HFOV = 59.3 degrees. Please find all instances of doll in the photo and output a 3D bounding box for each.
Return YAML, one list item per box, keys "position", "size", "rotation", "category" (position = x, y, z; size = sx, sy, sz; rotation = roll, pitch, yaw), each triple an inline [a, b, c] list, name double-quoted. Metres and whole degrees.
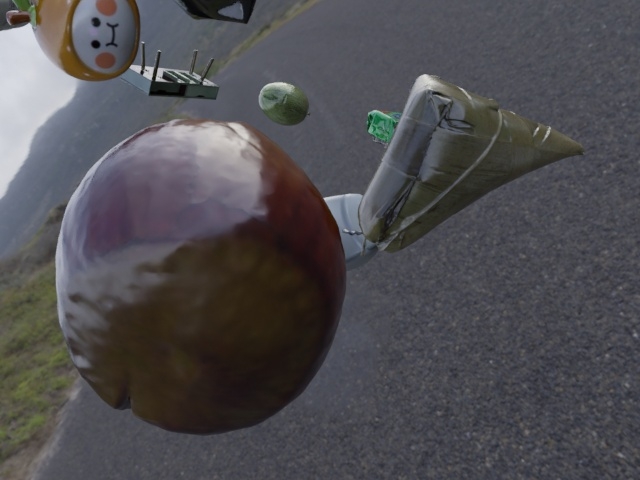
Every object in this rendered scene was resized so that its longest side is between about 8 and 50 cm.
- position: [-0.461, -0.404, 1.033]
  size: [0.236, 0.213, 0.213]
  rotation: [-4, -5, -35]
  category: "doll"

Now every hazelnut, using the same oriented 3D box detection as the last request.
- position: [-0.141, 0.051, 0.767]
  size: [0.403, 0.428, 0.402]
  rotation: [0, 29, 0]
  category: "hazelnut"

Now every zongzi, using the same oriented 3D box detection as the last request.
- position: [0.348, -0.091, 1.382]
  size: [0.218, 0.467, 0.499]
  rotation: [-94, 27, -67]
  category: "zongzi"

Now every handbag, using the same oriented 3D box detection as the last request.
- position: [-0.281, -0.575, 1.153]
  size: [0.152, 0.288, 0.342]
  rotation: [-58, 36, 2]
  category: "handbag"

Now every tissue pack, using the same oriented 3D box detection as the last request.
- position: [0.000, 0.000, 1.709]
  size: [0.333, 0.229, 0.236]
  rotation: [-13, -14, -24]
  category: "tissue pack"

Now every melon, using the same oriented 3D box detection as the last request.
- position: [-0.115, -0.454, 1.880]
  size: [0.139, 0.192, 0.139]
  rotation: [-28, 54, 48]
  category: "melon"

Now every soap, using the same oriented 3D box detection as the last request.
- position: [0.291, -0.340, 1.773]
  size: [0.218, 0.274, 0.097]
  rotation: [45, 127, 56]
  category: "soap"

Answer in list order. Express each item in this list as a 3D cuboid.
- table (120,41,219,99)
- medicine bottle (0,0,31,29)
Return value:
- position: [-0.392, -0.456, 1.512]
  size: [0.240, 0.122, 0.111]
  rotation: [-16, -47, -55]
  category: "table"
- position: [-0.931, -0.668, 1.539]
  size: [0.190, 0.190, 0.332]
  rotation: [-38, 20, 15]
  category: "medicine bottle"
